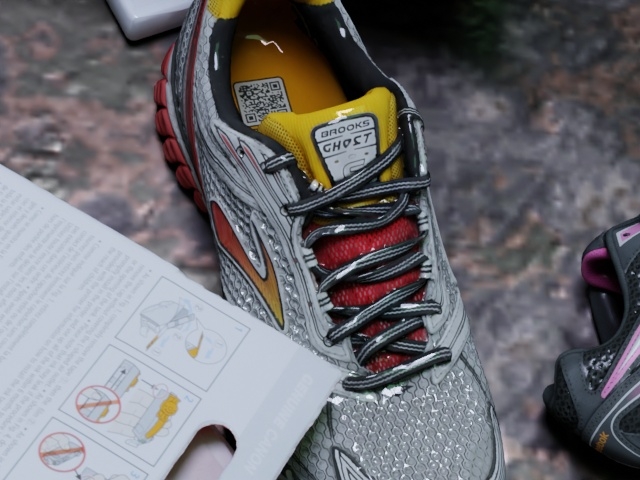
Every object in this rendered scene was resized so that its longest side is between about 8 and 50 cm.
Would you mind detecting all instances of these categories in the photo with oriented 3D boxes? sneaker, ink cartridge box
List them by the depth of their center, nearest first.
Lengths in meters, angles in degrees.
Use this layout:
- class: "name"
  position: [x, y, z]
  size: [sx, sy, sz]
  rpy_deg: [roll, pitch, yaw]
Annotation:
- class: "ink cartridge box"
  position: [-0.104, 0.049, 0.525]
  size: [0.179, 0.045, 0.145]
  rpy_deg: [32, 48, 4]
- class: "sneaker"
  position: [0.000, 0.000, 0.587]
  size: [0.088, 0.093, 0.225]
  rpy_deg: [-17, 69, -20]
- class: "sneaker"
  position: [0.137, 0.006, 0.628]
  size: [0.077, 0.072, 0.178]
  rpy_deg: [23, 55, 13]

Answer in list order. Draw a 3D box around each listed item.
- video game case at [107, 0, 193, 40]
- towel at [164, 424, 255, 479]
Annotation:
- class: "video game case"
  position: [-0.045, -0.166, 0.706]
  size: [0.143, 0.019, 0.157]
  rpy_deg: [-21, 69, -21]
- class: "towel"
  position: [-0.126, 0.182, 0.440]
  size: [0.331, 0.053, 0.317]
  rpy_deg: [-21, 49, -22]
